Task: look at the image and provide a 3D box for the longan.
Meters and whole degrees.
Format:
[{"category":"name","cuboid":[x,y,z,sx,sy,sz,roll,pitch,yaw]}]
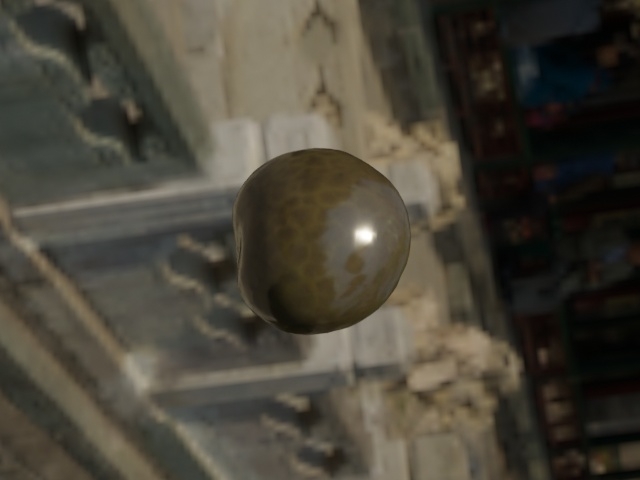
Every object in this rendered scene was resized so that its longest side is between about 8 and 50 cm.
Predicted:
[{"category":"longan","cuboid":[0.000,0.000,2.076,0.212,0.198,0.198,-110,-176,-49]}]
